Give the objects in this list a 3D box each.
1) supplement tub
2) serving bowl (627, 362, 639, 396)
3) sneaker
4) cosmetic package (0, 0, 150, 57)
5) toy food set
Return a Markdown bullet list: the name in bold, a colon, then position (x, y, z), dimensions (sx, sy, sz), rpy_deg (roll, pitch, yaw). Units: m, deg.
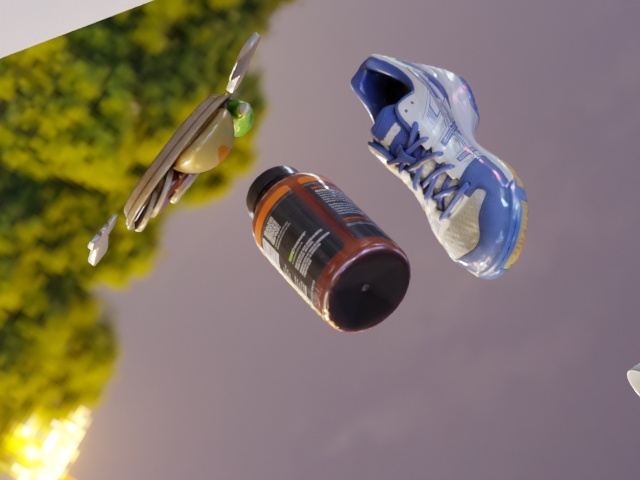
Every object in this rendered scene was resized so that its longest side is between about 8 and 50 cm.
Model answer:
- **supplement tub**: position (0.000, 0.000, 1.678), dimensions (0.106, 0.106, 0.198), rpy_deg (-54, -136, 10)
- **serving bowl**: position (0.323, 0.140, 1.539), dimensions (0.027, 0.083, 0.083), rpy_deg (-45, -166, -13)
- **sneaker**: position (0.108, -0.076, 1.692), dimensions (0.112, 0.131, 0.296), rpy_deg (-55, -144, 27)
- **cosmetic package**: position (-0.227, -0.315, 1.470), dimensions (0.377, 0.097, 0.284), rpy_deg (-24, -131, -21)
- **toy food set**: position (-0.095, -0.053, 1.207), dimensions (0.192, 0.038, 0.132), rpy_deg (-53, -179, -13)
